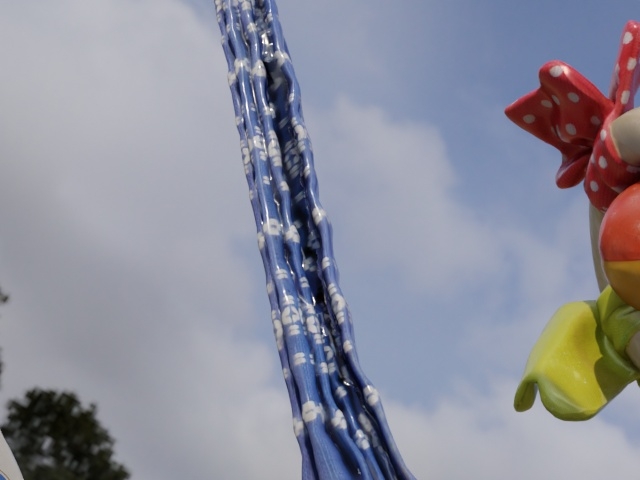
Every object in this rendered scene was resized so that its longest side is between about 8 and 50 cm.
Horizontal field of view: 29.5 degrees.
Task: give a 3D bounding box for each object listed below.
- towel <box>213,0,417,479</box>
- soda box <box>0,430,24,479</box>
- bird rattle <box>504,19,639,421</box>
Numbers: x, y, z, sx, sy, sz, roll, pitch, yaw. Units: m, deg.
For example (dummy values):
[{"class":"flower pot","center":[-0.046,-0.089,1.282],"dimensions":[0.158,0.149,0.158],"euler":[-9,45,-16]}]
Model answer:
[{"class":"towel","center":[0.000,0.000,0.562],"dimensions":[0.040,0.336,0.243],"euler":[-13,-26,1]},{"class":"soda box","center":[-0.233,0.123,0.738],"dimensions":[0.069,0.074,0.216],"euler":[9,-57,66]},{"class":"bird rattle","center":[0.204,-0.007,0.732],"dimensions":[0.143,0.253,0.207],"euler":[2,3,-11]}]
